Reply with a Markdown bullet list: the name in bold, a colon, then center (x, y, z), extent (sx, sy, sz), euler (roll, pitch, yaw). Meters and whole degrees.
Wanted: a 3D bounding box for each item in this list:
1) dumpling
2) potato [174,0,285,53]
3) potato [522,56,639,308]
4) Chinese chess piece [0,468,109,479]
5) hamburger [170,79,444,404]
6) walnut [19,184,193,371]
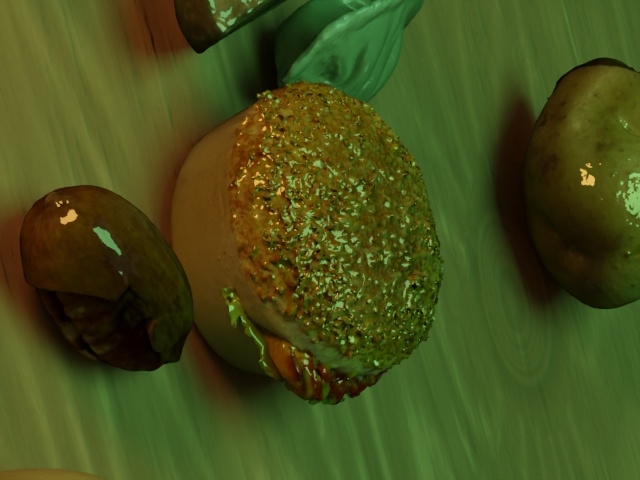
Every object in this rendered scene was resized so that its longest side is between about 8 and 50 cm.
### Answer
- **dumpling**: center (0.019, -0.201, 1.774), extent (0.219, 0.108, 0.153), euler (-31, 144, -66)
- **potato**: center (-0.045, -0.273, 1.618), extent (0.112, 0.269, 0.255), euler (52, 48, -4)
- **potato**: center (0.338, -0.044, 2.115), extent (0.242, 0.242, 0.285), euler (-57, 144, -46)
- **Chinese chess piece**: center (-0.197, 0.333, 1.300), extent (0.338, 0.140, 0.338), euler (21, 64, -52)
- **hamburger**: center (0.000, 0.000, 1.640), extent (0.276, 0.179, 0.294), euler (-9, 87, -54)
- **walnut**: center (-0.168, 0.037, 1.464), extent (0.207, 0.115, 0.116), euler (54, 41, -41)
